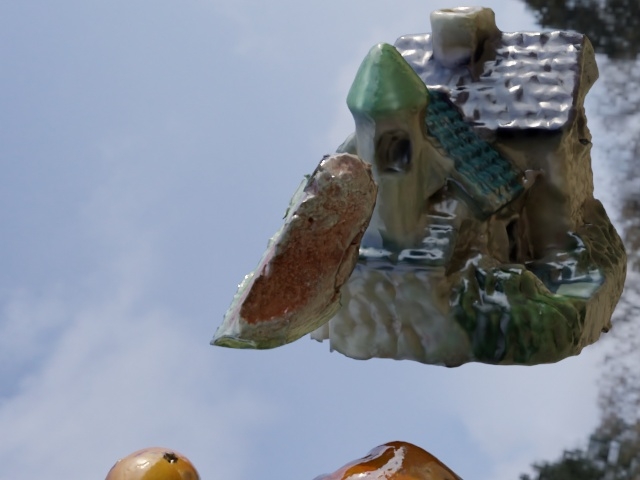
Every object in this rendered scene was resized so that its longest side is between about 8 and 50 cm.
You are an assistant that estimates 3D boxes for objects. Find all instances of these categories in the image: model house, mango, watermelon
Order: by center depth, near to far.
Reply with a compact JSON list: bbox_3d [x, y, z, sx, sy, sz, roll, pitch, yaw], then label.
[{"bbox_3d":[0.000,0.000,0.794,0.187,0.071,0.139,-62,1,-42],"label":"watermelon"},{"bbox_3d":[0.128,-0.060,1.025,0.298,0.243,0.284,-29,-65,-62],"label":"model house"},{"bbox_3d":[-0.165,0.250,1.072,0.105,0.084,0.159,-24,-24,-49],"label":"mango"}]

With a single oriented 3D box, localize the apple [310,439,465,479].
[{"bbox_3d":[0.049,0.214,0.744,0.158,0.156,0.147,62,180,7],"label":"apple"}]
